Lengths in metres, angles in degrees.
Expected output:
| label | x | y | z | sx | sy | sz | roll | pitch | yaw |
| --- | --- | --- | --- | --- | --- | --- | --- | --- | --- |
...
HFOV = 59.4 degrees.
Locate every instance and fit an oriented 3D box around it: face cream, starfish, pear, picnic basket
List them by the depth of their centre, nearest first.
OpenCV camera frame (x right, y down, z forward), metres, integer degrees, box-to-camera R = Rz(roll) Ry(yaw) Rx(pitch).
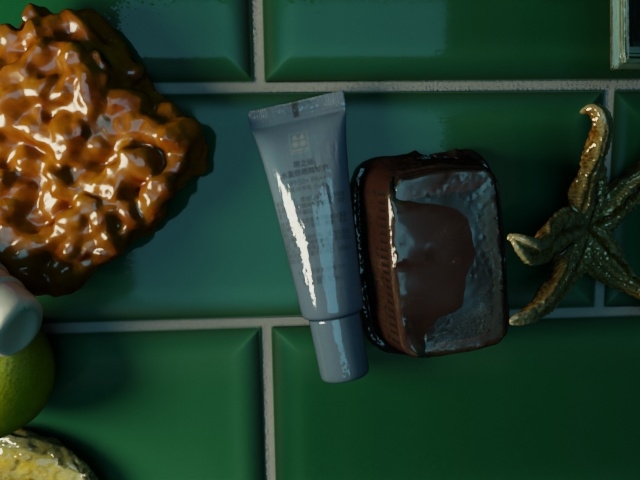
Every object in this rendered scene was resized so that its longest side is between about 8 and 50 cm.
| label | x | y | z | sx | sy | sz | roll | pitch | yaw |
| --- | --- | --- | --- | --- | --- | --- | --- | --- | --- |
| face cream | -0.474 | 0.034 | 0.673 | 0.346 | 0.102 | 0.102 | 24 | 95 | 17 |
| pear | -0.437 | 0.150 | 0.725 | 0.180 | 0.166 | 0.216 | 4 | 86 | 7 |
| picnic basket | 0.161 | 0.026 | 0.757 | 0.223 | 0.129 | 0.296 | -7 | 98 | -4 |
| face cream | 0.000 | 0.000 | 0.769 | 0.136 | 0.086 | 0.385 | -10 | 93 | 11 |
| starfish | 0.384 | -0.012 | 0.771 | 0.327 | 0.094 | 0.375 | 41 | 80 | -25 |

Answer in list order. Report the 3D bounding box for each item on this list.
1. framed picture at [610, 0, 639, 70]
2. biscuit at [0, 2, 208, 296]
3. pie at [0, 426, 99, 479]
| label | x | y | z | sx | sy | sz | roll | pitch | yaw |
| --- | --- | --- | --- | --- | --- | --- | --- | --- | --- |
| framed picture | 0.466 | -0.374 | 0.738 | 0.232 | 0.019 | 0.296 | -8 | 99 | -24 |
| biscuit | -0.335 | -0.119 | 0.721 | 0.318 | 0.110 | 0.312 | -40 | 97 | 3 |
| pie | -0.440 | 0.389 | 0.804 | 0.274 | 0.055 | 0.274 | 0 | 97 | -3 |
